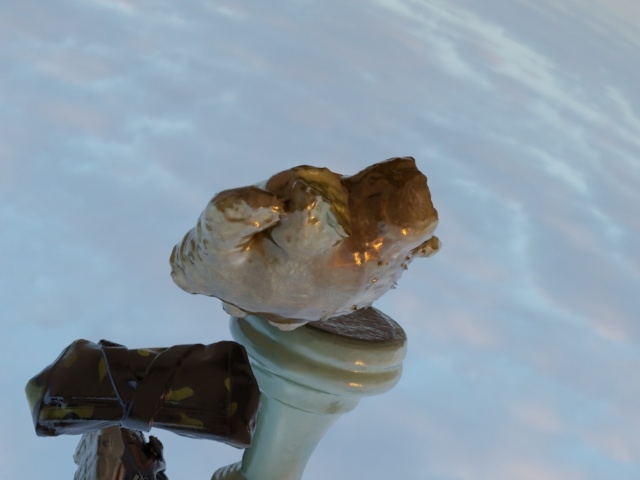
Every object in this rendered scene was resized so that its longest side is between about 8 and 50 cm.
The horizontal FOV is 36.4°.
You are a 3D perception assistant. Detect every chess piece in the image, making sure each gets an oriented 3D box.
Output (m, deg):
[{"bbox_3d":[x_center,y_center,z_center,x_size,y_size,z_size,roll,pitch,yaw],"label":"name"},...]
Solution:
[{"bbox_3d":[-0.038,0.207,1.069,0.194,0.299,0.194,18,-167,-4],"label":"chess piece"}]

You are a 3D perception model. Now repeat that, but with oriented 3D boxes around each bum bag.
[{"bbox_3d":[-0.168,0.142,0.919,0.232,0.060,0.107,3,-123,9],"label":"bum bag"}]

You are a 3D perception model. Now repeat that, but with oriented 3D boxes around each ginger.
[{"bbox_3d":[0.000,0.000,0.703,0.216,0.157,0.102,-1,-127,-32],"label":"ginger"}]

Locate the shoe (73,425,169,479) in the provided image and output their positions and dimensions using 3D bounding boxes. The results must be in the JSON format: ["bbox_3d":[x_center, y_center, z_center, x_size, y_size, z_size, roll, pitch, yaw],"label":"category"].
[{"bbox_3d":[-0.226,0.265,1.170,0.125,0.099,0.227,24,-160,-16],"label":"shoe"}]
